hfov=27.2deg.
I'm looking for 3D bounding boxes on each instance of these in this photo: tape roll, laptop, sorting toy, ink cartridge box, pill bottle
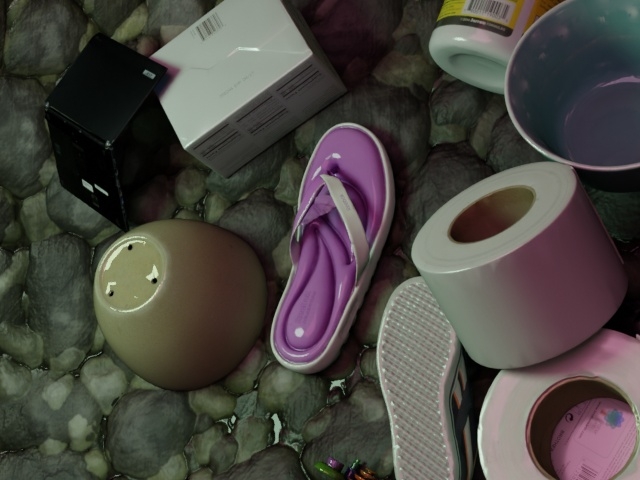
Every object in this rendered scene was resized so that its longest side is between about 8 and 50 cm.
[{"bbox_3d":[0.354,0.259,1.728,0.286,0.100,0.286,-11,65,24],"label":"tape roll"},{"bbox_3d":[-0.360,-0.188,2.277,0.136,0.264,0.234,-26,37,-29],"label":"laptop"},{"bbox_3d":[0.044,0.339,1.944,0.102,0.061,0.042,28,84,9],"label":"sorting toy"},{"bbox_3d":[0.432,0.335,1.751,0.311,0.065,0.186,28,85,34],"label":"ink cartridge box"},{"bbox_3d":[0.265,0.031,1.771,0.246,0.169,0.246,-28,22,12],"label":"tape roll"},{"bbox_3d":[0.305,-0.406,2.024,0.188,0.188,0.334,16,78,30],"label":"pill bottle"}]

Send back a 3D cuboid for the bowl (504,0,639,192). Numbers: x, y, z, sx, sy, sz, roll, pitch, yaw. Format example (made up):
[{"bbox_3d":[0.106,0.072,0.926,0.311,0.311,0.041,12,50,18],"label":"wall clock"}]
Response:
[{"bbox_3d":[0.427,-0.190,1.877,0.311,0.163,0.312,-9,58,14],"label":"bowl"}]

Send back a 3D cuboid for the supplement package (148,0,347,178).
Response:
[{"bbox_3d":[-0.128,-0.273,2.212,0.262,0.145,0.204,-35,60,11],"label":"supplement package"}]

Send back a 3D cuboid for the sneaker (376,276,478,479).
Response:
[{"bbox_3d":[0.154,0.218,1.888,0.126,0.127,0.321,-5,75,21],"label":"sneaker"}]

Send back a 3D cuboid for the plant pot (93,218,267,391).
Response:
[{"bbox_3d":[-0.252,0.082,2.113,0.284,0.191,0.284,-9,68,23],"label":"plant pot"}]

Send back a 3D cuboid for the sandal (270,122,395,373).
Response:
[{"bbox_3d":[0.014,0.000,2.062,0.169,0.102,0.416,2,72,27],"label":"sandal"}]

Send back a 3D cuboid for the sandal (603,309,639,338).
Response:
[{"bbox_3d":[0.467,0.111,1.831,0.179,0.040,0.067,-28,61,15],"label":"sandal"}]
